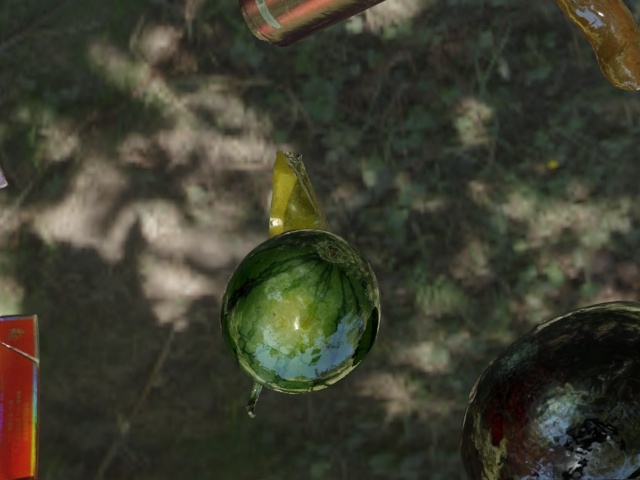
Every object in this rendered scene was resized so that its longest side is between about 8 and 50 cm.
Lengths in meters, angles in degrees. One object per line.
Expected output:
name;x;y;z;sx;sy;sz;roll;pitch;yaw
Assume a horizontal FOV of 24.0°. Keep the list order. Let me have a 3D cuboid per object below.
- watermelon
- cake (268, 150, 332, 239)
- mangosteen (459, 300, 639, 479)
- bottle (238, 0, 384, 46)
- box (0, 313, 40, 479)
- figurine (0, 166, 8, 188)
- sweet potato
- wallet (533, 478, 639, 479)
watermelon;-0.027;0.076;1.329;0.141;0.140;0.187;19;127;-23
cake;-0.001;-0.002;1.533;0.116;0.185;0.080;8;158;11
mangosteen;0.295;0.211;1.514;0.300;0.300;0.300;-2;138;-2
bottle;0.013;-0.165;0.928;0.060;0.060;0.164;23;162;-26
box;-0.305;0.174;1.505;0.048;0.175;0.112;0;156;-9
figurine;-0.466;-0.171;1.444;0.211;0.253;0.361;-15;95;12
sweet potato;0.086;-0.135;0.672;0.044;0.179;0.044;-40;160;-18
wallet;0.145;0.145;0.467;0.321;0.044;0.170;2;110;-18
